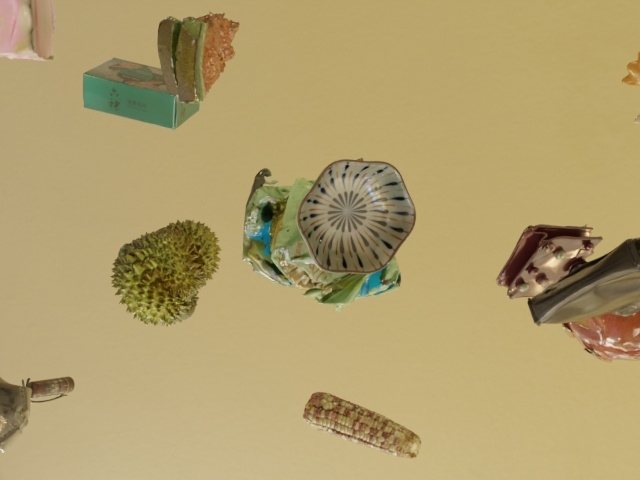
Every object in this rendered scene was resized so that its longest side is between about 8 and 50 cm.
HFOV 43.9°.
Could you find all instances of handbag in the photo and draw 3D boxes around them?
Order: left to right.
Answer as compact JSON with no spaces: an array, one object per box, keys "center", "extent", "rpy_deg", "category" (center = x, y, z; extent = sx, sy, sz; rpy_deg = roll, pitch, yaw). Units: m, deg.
[{"center":[0.551,0.055,1.911],"extent":[0.203,0.216,0.074],"rpy_deg":[-65,-144,36],"category":"handbag"},{"center":[0.475,0.054,1.246],"extent":[0.247,0.223,0.080],"rpy_deg":[-46,-128,51],"category":"handbag"}]

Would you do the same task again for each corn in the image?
[{"center":[0.079,0.356,1.526],"extent":[0.079,0.237,0.079],"rpy_deg":[-38,136,-50],"category":"corn"}]

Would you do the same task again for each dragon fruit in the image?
[{"center":[0.659,0.150,1.695],"extent":[0.250,0.315,0.250],"rpy_deg":[34,43,-38],"category":"dragon fruit"}]

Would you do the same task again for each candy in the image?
[{"center":[-0.689,-0.548,1.826],"extent":[0.155,0.116,0.264],"rpy_deg":[-91,179,-80],"category":"candy"}]

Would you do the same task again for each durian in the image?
[{"center":[-0.376,0.073,1.891],"extent":[0.291,0.225,0.291],"rpy_deg":[-56,-168,18],"category":"durian"}]

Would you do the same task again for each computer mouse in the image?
[{"center":[-0.487,0.269,1.225],"extent":[0.192,0.062,0.105],"rpy_deg":[81,23,-64],"category":"computer mouse"}]

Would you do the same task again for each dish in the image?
[{"center":[0.048,-0.041,1.221],"extent":[0.066,0.191,0.190],"rpy_deg":[-140,-138,-68],"category":"dish"}]

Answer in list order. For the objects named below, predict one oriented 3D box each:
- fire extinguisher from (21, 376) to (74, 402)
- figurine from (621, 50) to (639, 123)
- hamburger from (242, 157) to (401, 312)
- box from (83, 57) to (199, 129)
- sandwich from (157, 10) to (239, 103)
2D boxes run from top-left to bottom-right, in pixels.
[{"center":[-0.671,0.362,1.944],"extent":[0.158,0.043,0.064],"rpy_deg":[7,84,-65],"category":"fire extinguisher"},{"center":[0.563,-0.188,1.111],"extent":[0.343,0.187,0.215],"rpy_deg":[-97,-154,-46],"category":"figurine"},{"center":[-0.004,0.006,1.360],"extent":[0.150,0.276,0.260],"rpy_deg":[-93,176,-69],"category":"hamburger"},{"center":[-0.432,-0.360,1.934],"extent":[0.153,0.245,0.092],"rpy_deg":[-61,162,-59],"category":"box"},{"center":[-0.265,-0.402,1.728],"extent":[0.160,0.109,0.184],"rpy_deg":[-26,128,-51],"category":"sandwich"}]
